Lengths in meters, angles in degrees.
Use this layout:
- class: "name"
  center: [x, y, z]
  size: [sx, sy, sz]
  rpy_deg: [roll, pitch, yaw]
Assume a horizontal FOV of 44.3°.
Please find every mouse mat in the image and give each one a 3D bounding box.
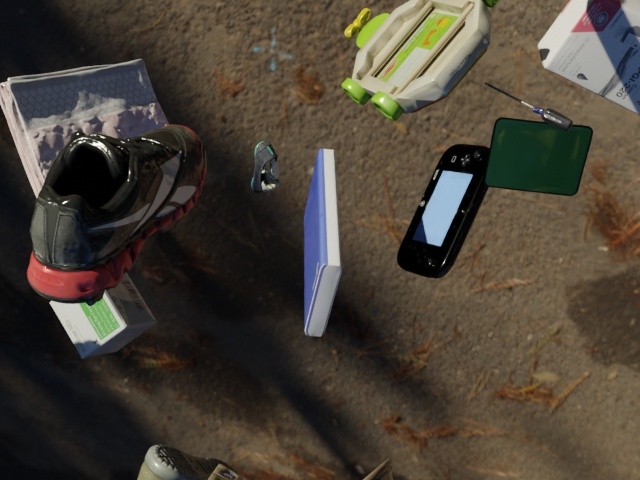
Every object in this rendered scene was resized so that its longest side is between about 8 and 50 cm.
- class: "mouse mat"
  center: [0.425, -0.163, 1.541]
  size: [0.189, 0.007, 0.153]
  rpy_deg: [7, 121, 4]

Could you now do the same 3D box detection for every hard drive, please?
- class: "hard drive"
  center: [0.000, 0.000, 1.568]
  size: [0.040, 0.319, 0.210]
  rpy_deg: [6, 136, -8]

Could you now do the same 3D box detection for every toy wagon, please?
- class: "toy wagon"
  center: [0.153, -0.345, 1.374]
  size: [0.068, 0.267, 0.344]
  rpy_deg: [41, -179, -32]

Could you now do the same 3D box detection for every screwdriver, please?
- class: "screwdriver"
  center: [0.346, -0.226, 1.322]
  size: [0.169, 0.024, 0.025]
  rpy_deg: [31, 136, 29]

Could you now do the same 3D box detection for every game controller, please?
- class: "game controller"
  center: [0.279, -0.068, 1.754]
  size: [0.067, 0.319, 0.166]
  rpy_deg: [30, 173, -42]

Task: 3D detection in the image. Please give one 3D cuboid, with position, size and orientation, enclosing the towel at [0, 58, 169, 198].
- class: "towel"
  center: [-0.420, -0.184, 1.527]
  size: [0.053, 0.331, 0.317]
  rpy_deg: [-18, 95, 44]

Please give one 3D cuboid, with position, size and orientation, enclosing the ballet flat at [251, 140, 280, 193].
- class: "ballet flat"
  center: [-0.137, -0.169, 2.013]
  size: [0.074, 0.074, 0.203]
  rpy_deg: [22, 148, 7]

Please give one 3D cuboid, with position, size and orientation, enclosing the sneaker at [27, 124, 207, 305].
- class: "sneaker"
  center: [-0.194, -0.062, 0.790]
  size: [0.097, 0.276, 0.135]
  rpy_deg: [17, 129, 14]

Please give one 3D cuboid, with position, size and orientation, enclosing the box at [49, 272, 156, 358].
- class: "box"
  center: [-0.318, 0.105, 1.155]
  size: [0.087, 0.102, 0.101]
  rpy_deg: [-35, 81, 11]

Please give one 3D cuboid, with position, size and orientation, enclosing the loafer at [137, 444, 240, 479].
- class: "loafer"
  center: [-0.188, 0.382, 1.190]
  size: [0.251, 0.087, 0.094]
  rpy_deg: [39, 180, -42]

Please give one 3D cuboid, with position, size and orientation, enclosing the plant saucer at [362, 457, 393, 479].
- class: "plant saucer"
  center: [0.016, 0.447, 1.245]
  size: [0.041, 0.277, 0.278]
  rpy_deg: [50, 137, 14]

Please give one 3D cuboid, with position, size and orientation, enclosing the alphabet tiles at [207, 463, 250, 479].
- class: "alphabet tiles"
  center: [-0.047, 0.370, 0.988]
  size: [0.237, 0.198, 0.009]
  rpy_deg: [28, 94, 4]

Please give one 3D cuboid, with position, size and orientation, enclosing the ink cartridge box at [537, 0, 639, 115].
- class: "ink cartridge box"
  center: [0.520, -0.338, 1.377]
  size: [0.217, 0.092, 0.159]
  rpy_deg: [21, 130, -13]
